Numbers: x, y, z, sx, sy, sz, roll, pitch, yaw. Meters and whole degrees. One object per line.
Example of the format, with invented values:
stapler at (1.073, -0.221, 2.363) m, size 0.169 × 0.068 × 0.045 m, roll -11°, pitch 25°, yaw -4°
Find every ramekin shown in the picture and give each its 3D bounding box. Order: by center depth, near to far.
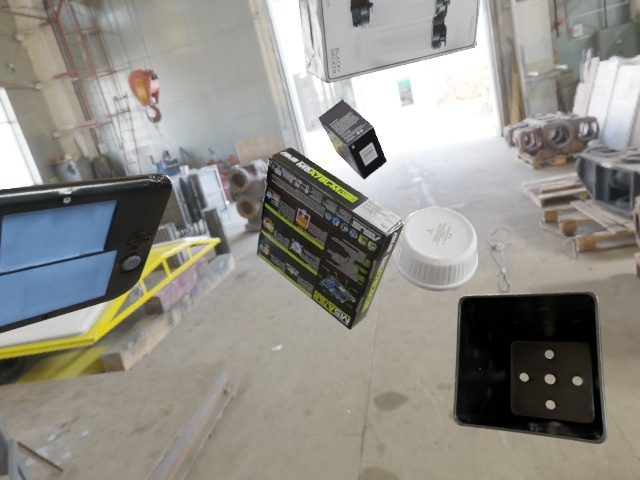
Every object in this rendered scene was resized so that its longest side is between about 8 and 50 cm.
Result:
ramekin at (0.363, 0.014, 1.460) m, size 0.272 × 0.127 × 0.273 m, roll -3°, pitch 50°, yaw 3°

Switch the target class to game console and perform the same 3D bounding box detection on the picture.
game console at (-0.469, 0.032, 0.809) m, size 0.386 × 0.060 × 0.342 m, roll -18°, pitch -26°, yaw -48°

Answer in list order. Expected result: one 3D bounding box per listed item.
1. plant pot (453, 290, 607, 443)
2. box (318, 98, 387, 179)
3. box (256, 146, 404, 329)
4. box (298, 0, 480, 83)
plant pot at (0.321, 0.191, 0.685) m, size 0.188 × 0.188 × 0.167 m, roll -8°, pitch -27°, yaw 37°
box at (0.092, -0.282, 1.304) m, size 0.093 × 0.156 × 0.158 m, roll -38°, pitch 54°, yaw -1°
box at (0.000, 0.000, 0.621) m, size 0.190 × 0.184 × 0.045 m, roll 36°, pitch 49°, yaw 23°
box at (0.114, -0.371, 0.741) m, size 0.289 × 0.169 × 0.087 m, roll -20°, pitch 37°, yaw -15°
